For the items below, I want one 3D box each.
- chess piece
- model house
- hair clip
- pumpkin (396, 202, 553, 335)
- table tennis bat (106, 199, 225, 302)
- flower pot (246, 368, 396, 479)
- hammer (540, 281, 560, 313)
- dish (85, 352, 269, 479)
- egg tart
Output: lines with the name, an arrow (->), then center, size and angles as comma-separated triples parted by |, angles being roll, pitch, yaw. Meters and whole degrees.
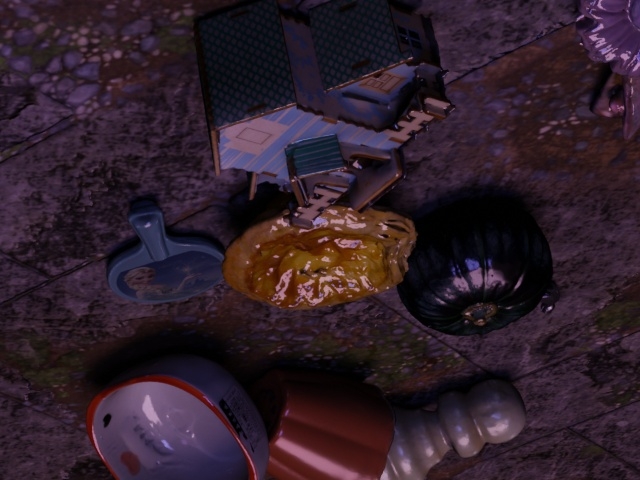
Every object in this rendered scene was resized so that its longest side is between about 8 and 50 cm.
chess piece -> 0.188, 0.280, 2.445 | 0.243, 0.133, 0.133 | -22, 149, 8
model house -> -0.030, -0.131, 1.616 | 0.206, 0.178, 0.271 | 16, 144, -36
hair clip -> 0.339, -0.201, 1.713 | 0.173, 0.069, 0.300 | -7, 150, -6
pumpkin -> 0.189, 0.040, 2.008 | 0.202, 0.140, 0.202 | -7, 147, -5
table tennis bat -> -0.189, 0.018, 1.953 | 0.149, 0.038, 0.237 | -10, 153, 0
flower pot -> -0.018, 0.270, 2.308 | 0.173, 0.190, 0.190 | 22, 137, -31
hammer -> 0.227, 0.084, 2.212 | 0.201, 0.021, 0.078 | -7, 150, -8
dish -> -0.178, 0.253, 2.209 | 0.256, 0.117, 0.256 | 12, 124, 18
egg tart -> 0.000, 0.000, 1.912 | 0.241, 0.106, 0.241 | -6, 151, -3
